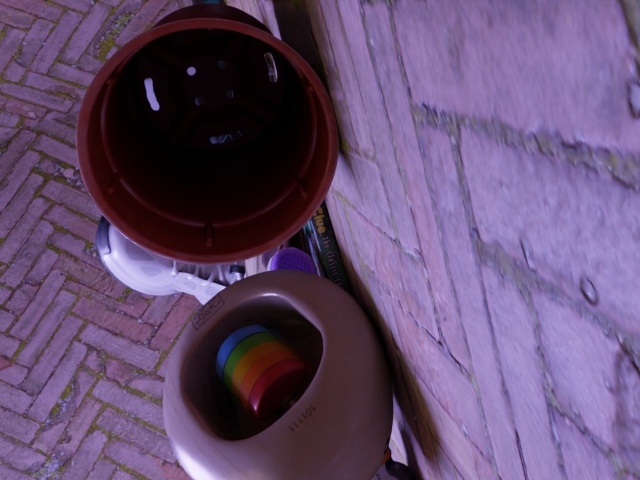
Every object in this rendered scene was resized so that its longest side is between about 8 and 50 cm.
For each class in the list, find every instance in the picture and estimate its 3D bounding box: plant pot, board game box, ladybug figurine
[{"bbox_3d":[-0.129,-0.150,1.132,0.265,0.272,0.272,-103,-2,-65],"label":"plant pot"},{"bbox_3d":[0.000,0.000,1.390,0.136,0.030,0.259,-130,23,-79],"label":"board game box"},{"bbox_3d":[-0.051,0.198,1.275,0.162,0.305,0.449,47,177,-32],"label":"ladybug figurine"}]

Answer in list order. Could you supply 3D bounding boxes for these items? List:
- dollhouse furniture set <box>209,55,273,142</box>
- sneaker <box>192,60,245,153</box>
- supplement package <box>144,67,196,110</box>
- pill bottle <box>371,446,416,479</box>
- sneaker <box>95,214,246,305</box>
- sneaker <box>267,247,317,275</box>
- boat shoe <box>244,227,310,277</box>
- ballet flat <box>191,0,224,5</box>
[{"bbox_3d":[-0.127,-0.189,1.494,0.129,0.129,0.183,-116,9,-53],"label":"dollhouse furniture set"},{"bbox_3d":[-0.095,-0.133,1.325,0.101,0.106,0.267,1,-115,-64],"label":"sneaker"},{"bbox_3d":[-0.209,-0.198,1.840,0.145,0.204,0.261,-142,34,-81],"label":"supplement package"},{"bbox_3d":[0.080,0.384,1.297,0.130,0.130,0.245,-158,50,-82],"label":"pill bottle"},{"bbox_3d":[-0.186,0.033,1.838,0.447,0.257,0.169,28,-119,-44],"label":"sneaker"},{"bbox_3d":[-0.007,0.117,1.534,0.104,0.095,0.236,143,105,-76],"label":"sneaker"},{"bbox_3d":[-0.050,0.128,1.708,0.123,0.123,0.342,-1,94,45],"label":"boat shoe"},{"bbox_3d":[-0.212,-0.454,1.868,0.067,0.073,0.206,12,-121,-65],"label":"ballet flat"}]
